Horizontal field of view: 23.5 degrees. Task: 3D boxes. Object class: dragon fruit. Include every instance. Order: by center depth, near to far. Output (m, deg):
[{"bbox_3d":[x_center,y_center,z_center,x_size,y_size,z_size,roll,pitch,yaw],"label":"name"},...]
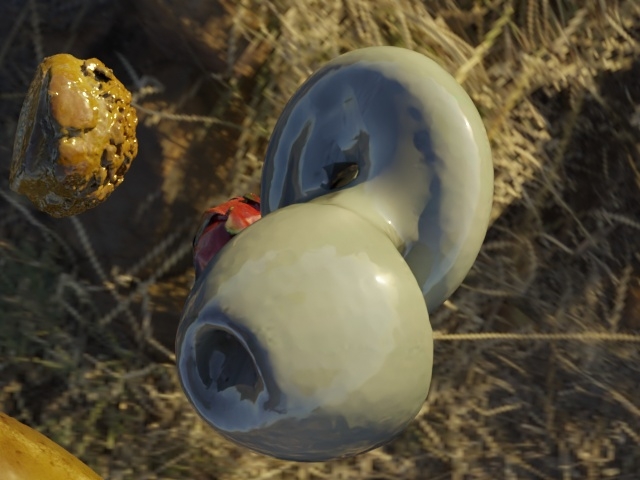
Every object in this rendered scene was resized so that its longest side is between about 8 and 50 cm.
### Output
[{"bbox_3d":[-0.079,0.022,1.616,0.121,0.130,0.142,-5,47,35],"label":"dragon fruit"}]

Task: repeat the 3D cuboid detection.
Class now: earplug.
[{"bbox_3d":[0.008,0.007,1.104,0.214,0.175,0.326,-13,48,43],"label":"earplug"}]

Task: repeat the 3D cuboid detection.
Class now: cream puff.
[{"bbox_3d":[-0.214,-0.089,1.353,0.103,0.126,0.144,16,89,-18],"label":"cream puff"}]

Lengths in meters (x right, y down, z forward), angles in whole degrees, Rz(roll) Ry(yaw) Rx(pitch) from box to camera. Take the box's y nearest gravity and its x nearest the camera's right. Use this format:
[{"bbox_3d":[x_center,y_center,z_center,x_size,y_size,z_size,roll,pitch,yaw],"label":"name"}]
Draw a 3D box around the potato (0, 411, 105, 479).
[{"bbox_3d":[-0.177,0.195,0.843,0.369,0.195,0.176,26,86,9],"label":"potato"}]
